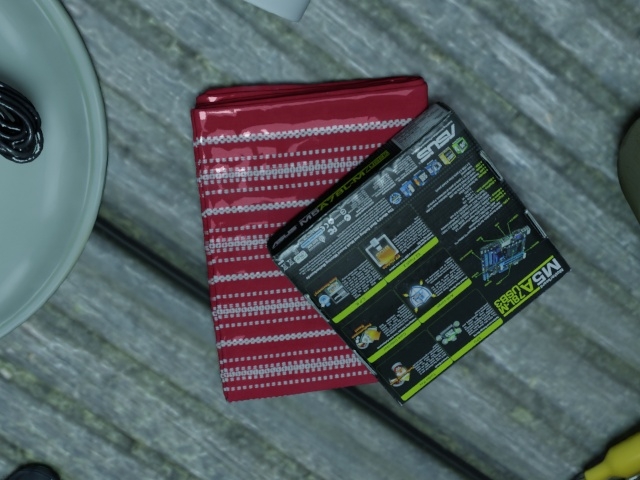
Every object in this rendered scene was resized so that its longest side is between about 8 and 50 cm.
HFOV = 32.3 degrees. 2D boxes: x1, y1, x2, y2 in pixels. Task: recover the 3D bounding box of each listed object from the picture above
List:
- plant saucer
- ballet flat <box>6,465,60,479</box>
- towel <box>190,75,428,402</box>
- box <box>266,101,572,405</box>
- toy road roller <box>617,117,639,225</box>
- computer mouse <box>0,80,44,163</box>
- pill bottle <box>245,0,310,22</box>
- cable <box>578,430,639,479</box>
[{"bbox_3d":[-0.365,-0.066,0.832,0.400,0.100,0.401,-2,108,-6],"label":"plant saucer"},{"bbox_3d":[-0.304,0.280,0.967,0.074,0.074,0.203,42,98,-18],"label":"ballet flat"},{"bbox_3d":[0.000,0.000,0.940,0.198,0.031,0.275,-7,110,-8],"label":"towel"},{"bbox_3d":[0.083,0.014,0.922,0.190,0.045,0.184,-40,114,4],"label":"box"},{"bbox_3d":[0.396,0.034,0.891,0.240,0.202,0.330,-17,109,11],"label":"toy road roller"},{"bbox_3d":[-0.338,-0.047,0.756,0.262,0.060,0.184,-41,109,6],"label":"computer mouse"},{"bbox_3d":[-0.013,-0.309,0.768,0.161,0.161,0.283,24,103,-14],"label":"pill bottle"},{"bbox_3d":[0.236,0.259,1.058,0.287,0.072,0.139,-18,127,11],"label":"cable"}]
